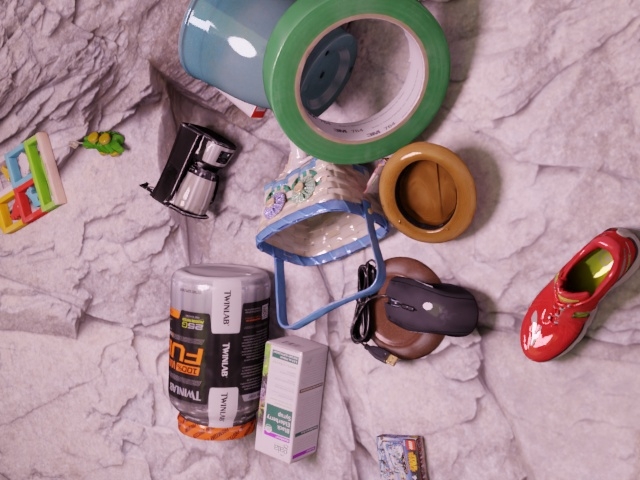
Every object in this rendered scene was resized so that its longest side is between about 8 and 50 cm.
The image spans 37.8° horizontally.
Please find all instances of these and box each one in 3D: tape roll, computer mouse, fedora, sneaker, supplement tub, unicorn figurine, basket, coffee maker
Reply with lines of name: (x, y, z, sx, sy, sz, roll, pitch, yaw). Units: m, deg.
tape roll: (0.063, -0.290, 1.615, 0.321, 0.321, 0.077, -62, 28, 23)
computer mouse: (0.154, 0.152, 1.703, 0.262, 0.060, 0.184, 17, 104, 34)
fedora: (0.198, -0.092, 1.664, 0.194, 0.079, 0.194, 11, 120, 20)
sneaker: (0.404, 0.088, 1.523, 0.107, 0.118, 0.279, 43, 117, 25)
supplement tub: (-0.210, 0.226, 1.930, 0.207, 0.207, 0.338, 7, 99, 35)
unicorn figurine: (-0.040, -0.173, 1.863, 0.111, 0.060, 0.162, -7, 75, 37)
basket: (0.000, 0.000, 1.744, 0.254, 0.201, 0.289, -29, 62, 33)
coffee maker: (-0.285, -0.157, 1.980, 0.171, 0.120, 0.178, 25, 99, 4)

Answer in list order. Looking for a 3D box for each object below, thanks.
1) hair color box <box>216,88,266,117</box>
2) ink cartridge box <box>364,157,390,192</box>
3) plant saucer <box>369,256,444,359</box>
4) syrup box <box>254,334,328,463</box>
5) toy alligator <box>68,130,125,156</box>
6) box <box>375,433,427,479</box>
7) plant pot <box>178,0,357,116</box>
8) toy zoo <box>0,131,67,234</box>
hair color box: (-0.164, -0.321, 1.940, 0.141, 0.043, 0.072, 42, 117, 24)
ink cartridge box: (0.118, -0.120, 1.711, 0.029, 0.115, 0.063, 43, 118, 26)
plant saucer: (0.148, 0.130, 1.765, 0.198, 0.036, 0.199, 5, 98, 36)
syrup box: (-0.060, 0.321, 1.899, 0.093, 0.096, 0.237, 14, 102, 34)
toy alligator: (-0.522, -0.237, 2.207, 0.189, 0.056, 0.051, 10, 59, 36)
box: (0.159, 0.443, 1.795, 0.093, 0.027, 0.137, -5, 92, 38)
plant pot: (-0.082, -0.363, 1.751, 0.255, 0.271, 0.272, 35, 114, 19)
toy zoo: (-0.777, -0.137, 2.412, 0.293, 0.030, 0.192, -23, 81, 36)
